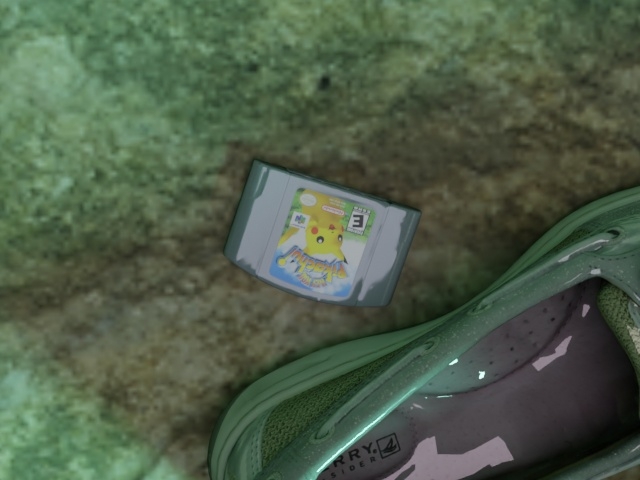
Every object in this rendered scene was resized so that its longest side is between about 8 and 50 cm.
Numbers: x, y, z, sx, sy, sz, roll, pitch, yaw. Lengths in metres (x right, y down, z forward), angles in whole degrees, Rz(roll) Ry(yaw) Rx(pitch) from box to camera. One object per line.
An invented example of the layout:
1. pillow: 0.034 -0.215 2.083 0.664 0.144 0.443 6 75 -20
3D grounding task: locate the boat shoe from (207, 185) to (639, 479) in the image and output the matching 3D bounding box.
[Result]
1. boat shoe: 0.105 0.065 0.736 0.320 0.103 0.118 -21 107 -5

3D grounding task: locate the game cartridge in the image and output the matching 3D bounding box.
1. game cartridge: 0.000 0.000 0.755 0.083 0.017 0.056 16 103 -11
